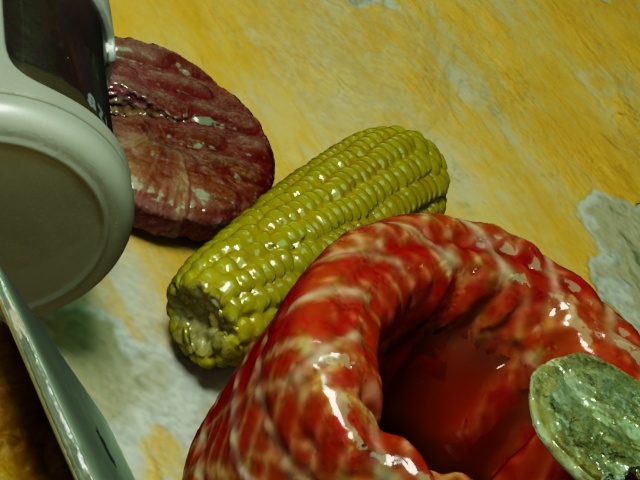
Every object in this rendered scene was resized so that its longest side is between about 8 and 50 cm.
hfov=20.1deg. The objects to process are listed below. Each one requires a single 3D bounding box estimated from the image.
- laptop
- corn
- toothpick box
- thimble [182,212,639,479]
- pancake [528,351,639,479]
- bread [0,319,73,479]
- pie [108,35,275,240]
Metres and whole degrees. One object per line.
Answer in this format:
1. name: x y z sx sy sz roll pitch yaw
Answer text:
1. laptop: -0.143 0.135 1.153 0.015 0.269 0.187 -27 60 -4
2. corn: 0.000 0.000 1.495 0.120 0.120 0.363 41 40 8
3. toothpick box: -0.262 -0.110 1.344 0.229 0.229 0.316 16 39 -25
4. thimble: 0.086 0.167 1.282 0.350 0.230 0.350 21 37 -17
5. pancake: 0.192 0.121 1.204 0.129 0.022 0.116 6 41 -35
6. bread: -0.301 0.147 1.035 0.344 0.149 0.195 0 61 -55
7. pie: -0.135 -0.084 1.533 0.204 0.054 0.218 24 36 -15
